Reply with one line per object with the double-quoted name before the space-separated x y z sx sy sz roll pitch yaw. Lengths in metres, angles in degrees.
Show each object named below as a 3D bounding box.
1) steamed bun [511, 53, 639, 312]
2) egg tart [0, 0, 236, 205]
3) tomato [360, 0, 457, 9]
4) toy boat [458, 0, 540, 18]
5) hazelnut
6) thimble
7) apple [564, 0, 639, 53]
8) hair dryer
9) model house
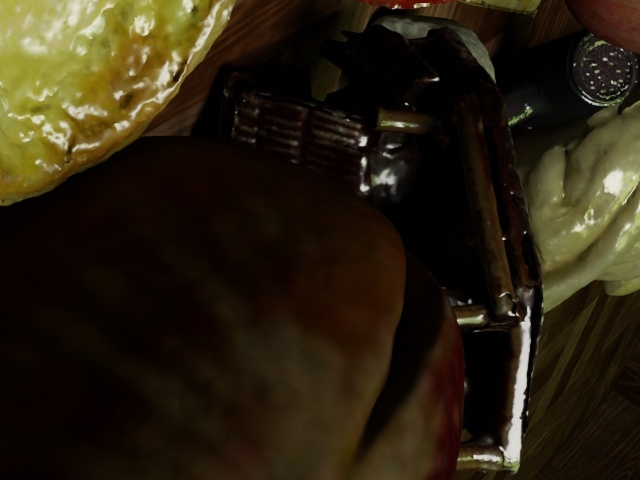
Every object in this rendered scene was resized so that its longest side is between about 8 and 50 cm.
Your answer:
"steamed bun" 0.328 -0.057 1.938 0.324 0.230 0.372 -21 -167 35
"egg tart" -0.149 -0.154 0.876 0.294 0.123 0.294 -43 155 -26
"tomato" 0.102 -0.275 1.280 0.227 0.101 0.228 -17 161 -6
"toy boat" 0.150 -0.247 1.511 0.068 0.088 0.226 -59 160 21
"hazelnut" -0.112 0.153 1.026 0.429 0.402 0.402 -40 155 -29
"thimble" 0.093 -0.148 1.488 0.090 0.115 0.102 -16 133 -64
"apple" 0.376 -0.326 1.596 0.345 0.269 0.345 11 90 -77
"hair dryer" 0.193 -0.131 1.747 0.251 0.089 0.197 -31 -173 -18
"model house" 0.000 0.000 1.269 0.282 0.297 0.317 1 106 -21
